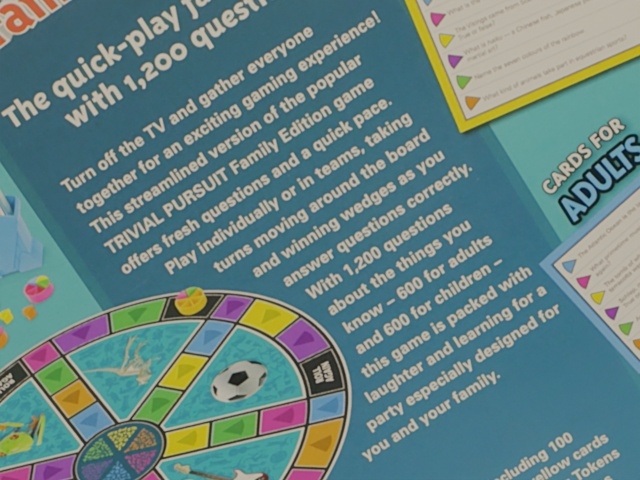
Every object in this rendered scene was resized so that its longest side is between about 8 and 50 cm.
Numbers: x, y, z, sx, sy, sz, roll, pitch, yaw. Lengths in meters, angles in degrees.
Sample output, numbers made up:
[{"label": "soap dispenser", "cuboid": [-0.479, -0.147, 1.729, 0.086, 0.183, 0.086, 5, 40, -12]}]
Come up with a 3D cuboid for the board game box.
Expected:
[{"label": "board game box", "cuboid": [0.000, 0.000, 0.450, 0.253, 0.336, 0.079, -32, 11, 4]}]
